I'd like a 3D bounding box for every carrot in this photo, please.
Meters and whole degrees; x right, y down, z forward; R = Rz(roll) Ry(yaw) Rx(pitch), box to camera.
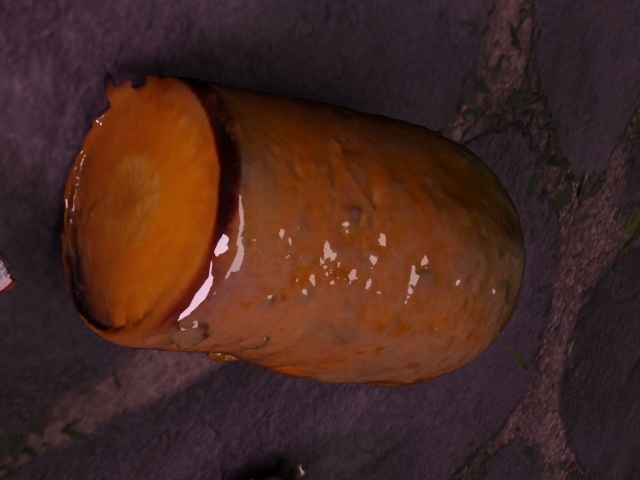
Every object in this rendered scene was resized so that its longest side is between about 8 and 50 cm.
[{"bbox_3d":[0.000,0.000,0.694,0.341,0.224,0.224,13,101,-44],"label":"carrot"}]

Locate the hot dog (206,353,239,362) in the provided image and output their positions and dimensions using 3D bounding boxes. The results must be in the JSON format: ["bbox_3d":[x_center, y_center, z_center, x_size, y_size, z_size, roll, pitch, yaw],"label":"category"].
[{"bbox_3d":[-0.072,0.072,0.798,0.058,0.035,0.083,12,102,-43],"label":"hot dog"}]

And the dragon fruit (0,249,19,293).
[{"bbox_3d":[-0.243,0.008,0.583,0.056,0.060,0.083,-41,108,-13],"label":"dragon fruit"}]

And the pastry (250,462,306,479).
[{"bbox_3d":[-0.071,0.352,0.886,0.257,0.121,0.235,-42,130,-18],"label":"pastry"}]
